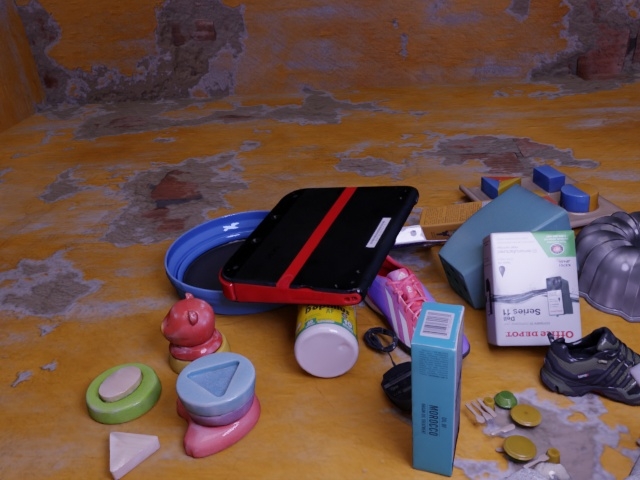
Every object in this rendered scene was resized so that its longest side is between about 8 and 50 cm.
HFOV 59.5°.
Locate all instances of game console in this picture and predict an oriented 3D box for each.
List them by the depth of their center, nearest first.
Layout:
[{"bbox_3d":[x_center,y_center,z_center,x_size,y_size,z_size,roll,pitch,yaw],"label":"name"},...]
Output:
[{"bbox_3d":[0.000,0.000,1.190,0.342,0.060,0.386,2,37,28],"label":"game console"}]

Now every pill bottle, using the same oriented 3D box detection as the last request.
[{"bbox_3d":[0.012,0.154,1.084,0.118,0.117,0.208,-3,28,3],"label":"pill bottle"}]

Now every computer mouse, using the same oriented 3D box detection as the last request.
[{"bbox_3d":[0.135,0.231,1.017,0.071,0.041,0.242,-27,25,0],"label":"computer mouse"}]

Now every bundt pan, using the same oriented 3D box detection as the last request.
[{"bbox_3d":[0.696,0.038,1.181,0.331,0.124,0.330,-4,30,2],"label":"bundt pan"}]

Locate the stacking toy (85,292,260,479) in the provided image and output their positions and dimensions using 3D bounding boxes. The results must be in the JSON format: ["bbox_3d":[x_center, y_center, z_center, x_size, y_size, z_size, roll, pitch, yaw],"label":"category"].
[{"bbox_3d":[-0.266,0.232,0.974,0.280,0.130,0.309,-18,31,-23],"label":"stacking toy"}]

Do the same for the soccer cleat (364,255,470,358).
[{"bbox_3d":[0.176,0.124,1.112,0.109,0.116,0.318,-17,31,-19],"label":"soccer cleat"}]

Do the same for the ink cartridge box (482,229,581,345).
[{"bbox_3d":[0.388,0.091,1.036,0.153,0.208,0.087,-2,-7,6],"label":"ink cartridge box"}]

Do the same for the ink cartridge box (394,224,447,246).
[{"bbox_3d":[0.173,0.000,1.311,0.209,0.045,0.206,-5,-5,0],"label":"ink cartridge box"}]

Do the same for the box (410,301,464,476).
[{"bbox_3d":[0.170,0.216,0.812,0.060,0.244,0.100,5,31,19],"label":"box"}]

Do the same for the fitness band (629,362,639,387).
[{"bbox_3d":[0.440,0.233,0.602,0.054,0.209,0.291,-40,0,19],"label":"fitness band"}]

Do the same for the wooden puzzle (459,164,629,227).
[{"bbox_3d":[0.594,-0.123,1.513,0.348,0.080,0.322,-7,26,-7],"label":"wooden puzzle"}]

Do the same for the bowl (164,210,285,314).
[{"bbox_3d":[-0.173,0.045,1.354,0.392,0.077,0.391,-4,29,2],"label":"bowl"}]

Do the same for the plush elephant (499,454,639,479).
[{"bbox_3d":[0.321,0.324,0.580,0.272,0.255,0.330,17,36,35],"label":"plush elephant"}]

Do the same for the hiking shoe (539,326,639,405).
[{"bbox_3d":[0.487,0.202,0.922,0.227,0.114,0.086,0,30,9],"label":"hiking shoe"}]

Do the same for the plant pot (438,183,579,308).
[{"bbox_3d":[0.385,0.027,1.191,0.234,0.165,0.165,-30,32,-5],"label":"plant pot"}]

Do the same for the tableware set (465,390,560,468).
[{"bbox_3d":[0.309,0.296,0.879,0.104,0.024,0.154,-13,28,-21],"label":"tableware set"}]

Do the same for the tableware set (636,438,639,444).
[{"bbox_3d":[0.570,0.304,0.822,0.169,0.020,0.141,-22,31,-26],"label":"tableware set"}]

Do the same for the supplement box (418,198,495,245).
[{"bbox_3d":[0.362,-0.045,1.367,0.234,0.078,0.080,-7,45,24],"label":"supplement box"}]
